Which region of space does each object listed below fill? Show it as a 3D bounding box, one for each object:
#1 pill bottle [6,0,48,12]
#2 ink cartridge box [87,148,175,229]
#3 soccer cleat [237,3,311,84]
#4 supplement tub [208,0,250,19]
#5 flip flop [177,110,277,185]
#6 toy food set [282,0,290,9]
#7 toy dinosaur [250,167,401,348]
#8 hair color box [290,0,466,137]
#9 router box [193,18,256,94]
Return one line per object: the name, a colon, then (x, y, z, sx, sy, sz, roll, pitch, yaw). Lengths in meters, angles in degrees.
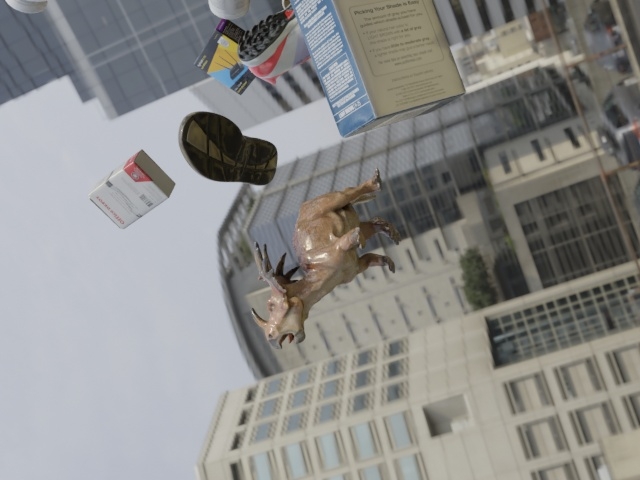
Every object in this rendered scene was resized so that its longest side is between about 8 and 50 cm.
pill bottle: (-0.597, -0.603, 1.684, 0.146, 0.264, 0.146, 14, -128, -19)
ink cartridge box: (-0.367, -0.098, 1.577, 0.099, 0.135, 0.056, 48, -152, -23)
soccer cleat: (-0.017, -0.439, 1.643, 0.116, 0.318, 0.109, 40, -158, -50)
supplement tub: (-0.147, -0.417, 1.299, 0.107, 0.071, 0.071, 102, 159, -61)
flip flop: (-0.171, -0.162, 1.457, 0.277, 0.080, 0.112, 8, -80, -62)
toy food set: (0.030, -0.696, 2.032, 0.092, 0.220, 0.306, 41, 156, -3)
toy dinosaur: (0.000, 0.000, 1.186, 0.296, 0.200, 0.127, -74, -35, -47)
hair color box: (0.061, -0.341, 1.173, 0.105, 0.173, 0.347, -20, 89, 60)
router box: (-0.198, -0.412, 1.827, 0.133, 0.179, 0.046, 32, -114, -13)
